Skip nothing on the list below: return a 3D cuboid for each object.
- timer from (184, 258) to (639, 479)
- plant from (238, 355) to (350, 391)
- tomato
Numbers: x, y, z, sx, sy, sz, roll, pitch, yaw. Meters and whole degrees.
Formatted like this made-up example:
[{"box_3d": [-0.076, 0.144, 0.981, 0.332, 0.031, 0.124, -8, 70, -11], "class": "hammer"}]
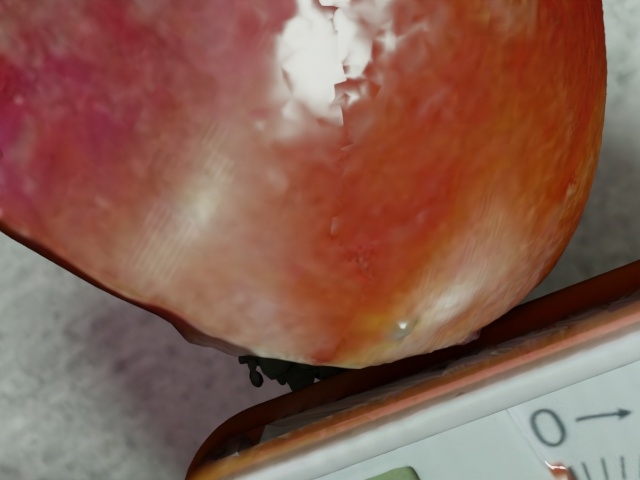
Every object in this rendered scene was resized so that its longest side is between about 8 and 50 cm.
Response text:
[{"box_3d": [0.112, 0.108, 0.709, 0.257, 0.161, 0.250, -22, 132, 16], "class": "timer"}, {"box_3d": [0.000, 0.000, 0.772, 0.092, 0.094, 0.143, -10, 102, 2], "class": "plant"}, {"box_3d": [-0.015, -0.121, 0.608, 0.309, 0.309, 0.170, 31, 135, -1], "class": "tomato"}]
